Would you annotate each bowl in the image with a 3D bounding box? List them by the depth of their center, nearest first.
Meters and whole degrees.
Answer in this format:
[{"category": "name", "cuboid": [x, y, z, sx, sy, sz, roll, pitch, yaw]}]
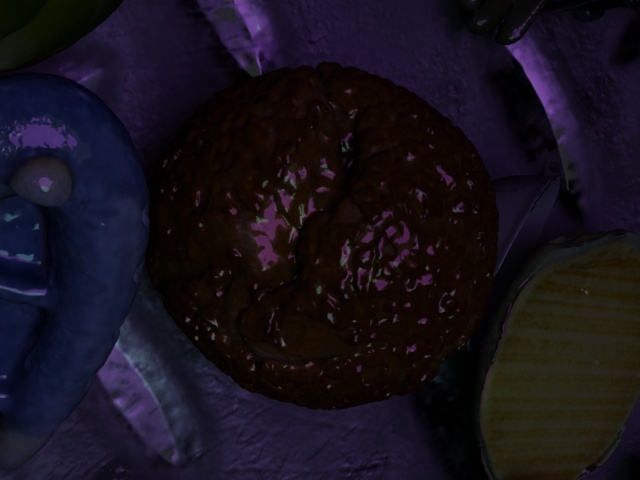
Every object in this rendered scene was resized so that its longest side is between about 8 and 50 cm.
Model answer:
[{"category": "bowl", "cuboid": [0.152, 0.004, 1.071, 0.086, 0.189, 0.189, 28, 78, 15]}]

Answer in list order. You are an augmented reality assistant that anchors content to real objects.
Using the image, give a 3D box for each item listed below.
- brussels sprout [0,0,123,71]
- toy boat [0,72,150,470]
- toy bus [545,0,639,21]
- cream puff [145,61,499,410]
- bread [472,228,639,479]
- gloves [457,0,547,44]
[{"category": "brussels sprout", "cuboid": [-0.278, -0.252, 0.756, 0.355, 0.281, 0.289, -3, 94, -17]}, {"category": "toy boat", "cuboid": [-0.240, 0.037, 0.827, 0.215, 0.123, 0.330, 21, 107, -25]}, {"category": "toy bus", "cuboid": [0.323, -0.287, 1.152, 0.185, 0.090, 0.106, -10, 97, -27]}, {"category": "cream puff", "cuboid": [0.000, 0.000, 0.911, 0.303, 0.212, 0.303, 0, 95, 4]}, {"category": "bread", "cuboid": [0.253, 0.126, 1.135, 0.301, 0.045, 0.301, -14, 113, -37]}, {"category": "gloves", "cuboid": [0.198, -0.323, 1.072, 0.107, 0.135, 0.268, -2, 107, -51]}]
